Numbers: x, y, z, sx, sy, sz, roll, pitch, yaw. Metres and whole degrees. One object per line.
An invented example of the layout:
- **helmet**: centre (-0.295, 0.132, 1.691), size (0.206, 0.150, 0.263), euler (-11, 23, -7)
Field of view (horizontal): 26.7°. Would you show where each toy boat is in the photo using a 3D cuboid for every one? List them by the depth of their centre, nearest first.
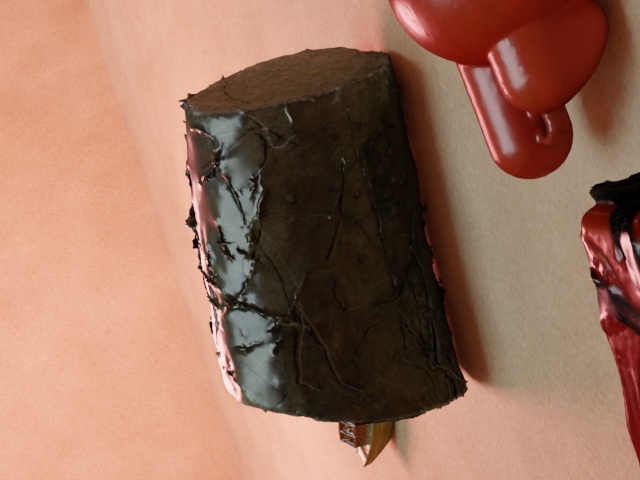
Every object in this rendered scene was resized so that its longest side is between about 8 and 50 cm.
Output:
- **toy boat**: centre (0.051, 0.208, 1.658), size (0.065, 0.066, 0.172), euler (-121, 20, -49)

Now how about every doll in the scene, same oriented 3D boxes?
- **doll**: centre (0.108, -0.180, 0.892), size (0.290, 0.129, 0.161), euler (67, 163, -4)

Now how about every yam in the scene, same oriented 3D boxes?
- **yam**: centre (0.000, 0.000, 1.299), size (0.241, 0.241, 0.348), euler (-151, 48, -69)

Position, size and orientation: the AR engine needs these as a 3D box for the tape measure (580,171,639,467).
- **tape measure**: centre (0.249, 0.085, 0.709), size (0.260, 0.114, 0.253), euler (-159, 52, -71)
